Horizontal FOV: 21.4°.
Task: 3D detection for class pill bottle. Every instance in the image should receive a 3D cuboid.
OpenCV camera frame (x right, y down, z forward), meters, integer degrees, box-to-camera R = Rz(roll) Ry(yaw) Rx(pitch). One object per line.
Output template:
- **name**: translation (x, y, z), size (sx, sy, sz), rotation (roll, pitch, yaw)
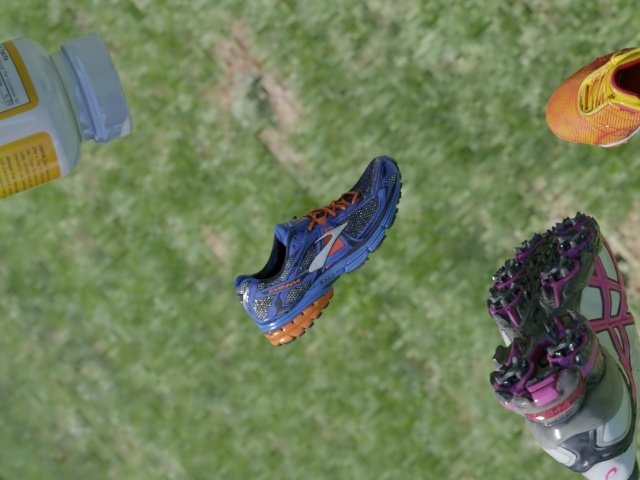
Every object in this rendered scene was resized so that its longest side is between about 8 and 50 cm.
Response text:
- **pill bottle**: translation (-0.261, -0.091, 1.337), size (0.117, 0.208, 0.117), rotation (158, 90, -78)

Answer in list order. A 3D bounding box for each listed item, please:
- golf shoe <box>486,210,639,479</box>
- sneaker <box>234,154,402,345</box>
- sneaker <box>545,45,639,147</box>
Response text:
- **golf shoe**: translation (0.131, 0.056, 0.878), size (0.086, 0.067, 0.186), rotation (52, -154, -20)
- **sneaker**: translation (0.000, 0.000, 1.690), size (0.087, 0.221, 0.083), rotation (40, 176, -15)
- **sneaker**: translation (0.191, -0.098, 1.044), size (0.067, 0.064, 0.175), rotation (8, 169, -29)
